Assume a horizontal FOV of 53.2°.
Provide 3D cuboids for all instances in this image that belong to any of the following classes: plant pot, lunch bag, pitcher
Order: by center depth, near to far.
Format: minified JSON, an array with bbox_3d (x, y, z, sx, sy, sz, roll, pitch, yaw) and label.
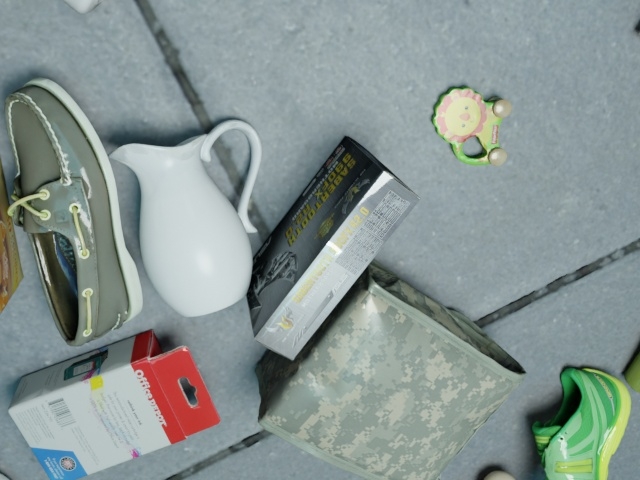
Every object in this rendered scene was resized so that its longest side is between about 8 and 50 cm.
[{"bbox_3d":[-0.133,-0.030,0.760,0.177,0.125,0.207,-20,102,-19],"label":"pitcher"},{"bbox_3d":[0.096,0.185,0.848,0.287,0.169,0.235,34,101,-16],"label":"lunch bag"},{"bbox_3d":[0.515,0.199,0.985,0.083,0.083,0.079,22,116,-17],"label":"plant pot"}]

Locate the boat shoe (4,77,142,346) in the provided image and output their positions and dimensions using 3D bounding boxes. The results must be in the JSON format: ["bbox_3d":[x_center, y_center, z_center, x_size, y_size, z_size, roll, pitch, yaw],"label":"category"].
[{"bbox_3d":[-0.289,-0.024,0.719,0.109,0.091,0.305,6,118,33],"label":"boat shoe"}]

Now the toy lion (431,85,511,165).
[{"bbox_3d":[0.190,-0.146,0.818,0.096,0.034,0.100,-2,111,-2],"label":"toy lion"}]

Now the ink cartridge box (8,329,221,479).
[{"bbox_3d":[-0.260,0.210,0.838,0.231,0.078,0.134,-19,113,-3],"label":"ink cartridge box"}]

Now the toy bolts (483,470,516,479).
[{"bbox_3d":[0.339,0.475,0.997,0.228,0.218,0.158,20,100,-36],"label":"toy bolts"}]

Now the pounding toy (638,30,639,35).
[{"bbox_3d":[0.487,-0.326,0.777,0.181,0.094,0.206,29,93,-14],"label":"pounding toy"}]

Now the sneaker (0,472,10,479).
[{"bbox_3d":[-0.450,0.471,0.830,0.127,0.208,0.319,-8,111,-6],"label":"sneaker"}]

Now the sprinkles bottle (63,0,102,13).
[{"bbox_3d":[-0.327,-0.376,0.584,0.355,0.121,0.121,40,99,-20],"label":"sprinkles bottle"}]

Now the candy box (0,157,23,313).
[{"bbox_3d":[-0.393,-0.066,0.653,0.087,0.183,0.317,-5,111,-10],"label":"candy box"}]

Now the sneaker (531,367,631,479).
[{"bbox_3d":[0.364,0.330,0.956,0.123,0.109,0.296,24,70,-2],"label":"sneaker"}]

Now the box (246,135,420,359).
[{"bbox_3d":[0.000,0.000,0.753,0.056,0.183,0.231,34,102,-20],"label":"box"}]
